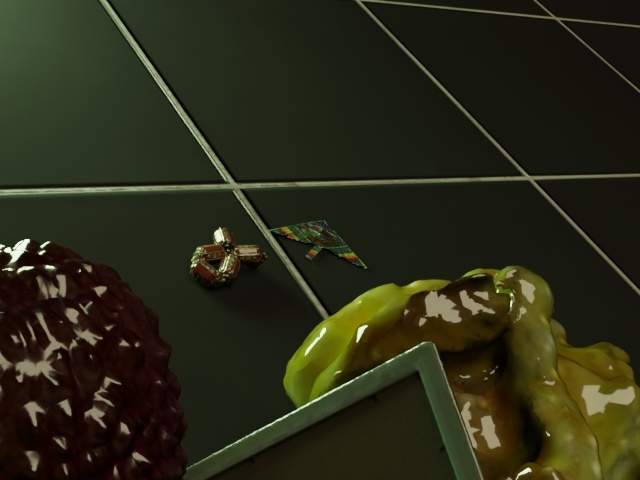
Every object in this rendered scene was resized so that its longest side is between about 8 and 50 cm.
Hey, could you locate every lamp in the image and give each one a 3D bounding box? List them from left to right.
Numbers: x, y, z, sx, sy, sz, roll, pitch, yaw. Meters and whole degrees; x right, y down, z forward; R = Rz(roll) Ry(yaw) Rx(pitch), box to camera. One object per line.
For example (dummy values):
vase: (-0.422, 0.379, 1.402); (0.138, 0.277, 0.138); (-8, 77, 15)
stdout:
lamp: (-0.102, 0.022, 1.173); (0.063, 0.031, 0.083); (31, 37, 12)

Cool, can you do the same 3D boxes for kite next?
kite: (0.000, 0.000, 1.290); (0.122, 0.004, 0.090); (24, 32, -1)

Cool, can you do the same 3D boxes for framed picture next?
framed picture: (0.028, 0.243, 0.717); (0.019, 0.232, 0.296); (24, 42, -53)

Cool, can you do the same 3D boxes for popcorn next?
popcorn: (0.101, 0.189, 0.871); (0.290, 0.321, 0.326); (-17, 86, -53)

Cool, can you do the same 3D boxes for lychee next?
lychee: (-0.201, 0.142, 0.764); (0.271, 0.271, 0.271); (17, 34, -12)
